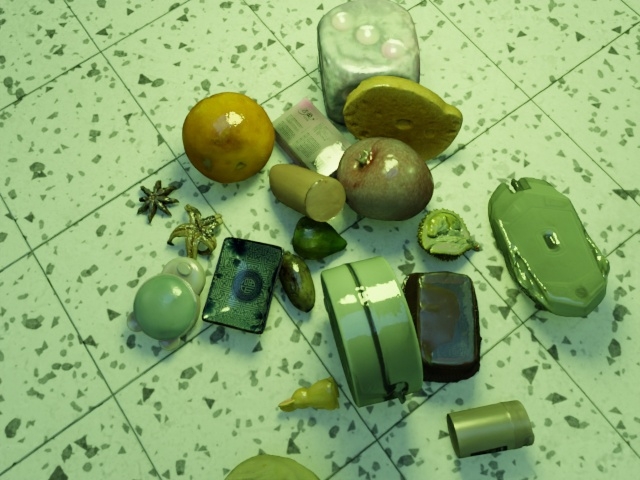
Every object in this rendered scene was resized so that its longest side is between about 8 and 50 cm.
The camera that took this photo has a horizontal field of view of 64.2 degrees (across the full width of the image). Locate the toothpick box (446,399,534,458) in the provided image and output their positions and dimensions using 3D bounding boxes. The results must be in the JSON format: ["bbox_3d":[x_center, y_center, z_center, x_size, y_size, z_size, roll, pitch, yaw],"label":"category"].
[{"bbox_3d":[0.412,0.460,1.246,0.180,0.111,0.111,-10,72,0],"label":"toothpick box"}]

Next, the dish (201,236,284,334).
[{"bbox_3d":[-0.200,0.125,1.391,0.181,0.080,0.243,11,76,13],"label":"dish"}]

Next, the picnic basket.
[{"bbox_3d":[0.320,0.214,1.322,0.222,0.129,0.297,2,73,1],"label":"picnic basket"}]

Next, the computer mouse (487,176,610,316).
[{"bbox_3d":[0.599,0.021,1.372,0.228,0.145,0.429,-16,60,5],"label":"computer mouse"}]

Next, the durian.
[{"bbox_3d":[0.353,-0.012,1.420,0.208,0.102,0.147,15,74,-17],"label":"durian"}]

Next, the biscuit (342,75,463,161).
[{"bbox_3d":[0.214,-0.323,1.447,0.343,0.287,0.057,17,50,-21],"label":"biscuit"}]

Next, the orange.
[{"bbox_3d":[-0.258,-0.289,1.443,0.261,0.261,0.261,-1,72,2],"label":"orange"}]

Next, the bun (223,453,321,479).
[{"bbox_3d":[-0.091,0.659,1.125,0.326,0.234,0.362,-47,46,12],"label":"bun"}]

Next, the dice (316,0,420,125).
[{"bbox_3d":[0.134,-0.511,1.494,0.271,0.270,0.270,-8,71,0],"label":"dice"}]

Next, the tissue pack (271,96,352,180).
[{"bbox_3d":[-0.016,-0.285,1.518,0.148,0.092,0.246,-38,75,-9],"label":"tissue pack"}]

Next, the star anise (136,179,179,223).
[{"bbox_3d":[-0.485,-0.122,1.511,0.141,0.042,0.141,0,73,1],"label":"star anise"}]

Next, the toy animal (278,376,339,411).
[{"bbox_3d":[-0.033,0.399,1.307,0.159,0.070,0.083,-15,112,10],"label":"toy animal"}]

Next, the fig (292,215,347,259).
[{"bbox_3d":[0.000,0.000,1.414,0.156,0.123,0.123,16,73,-5],"label":"fig"}]

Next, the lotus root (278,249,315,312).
[{"bbox_3d":[-0.066,0.111,1.391,0.080,0.089,0.179,-7,67,-42],"label":"lotus root"}]

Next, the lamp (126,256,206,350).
[{"bbox_3d":[-0.403,0.158,1.367,0.179,0.108,0.246,28,83,4],"label":"lamp"}]

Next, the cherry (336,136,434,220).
[{"bbox_3d":[0.180,-0.160,1.386,0.261,0.307,0.221,26,97,48],"label":"cherry"}]

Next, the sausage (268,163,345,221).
[{"bbox_3d":[-0.048,-0.139,1.408,0.123,0.123,0.253,-43,34,-11],"label":"sausage"}]

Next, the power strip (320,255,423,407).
[{"bbox_3d":[0.115,0.222,1.213,0.161,0.357,0.358,-14,72,-5],"label":"power strip"}]

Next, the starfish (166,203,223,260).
[{"bbox_3d":[-0.363,-0.010,1.456,0.146,0.074,0.190,11,74,0],"label":"starfish"}]
